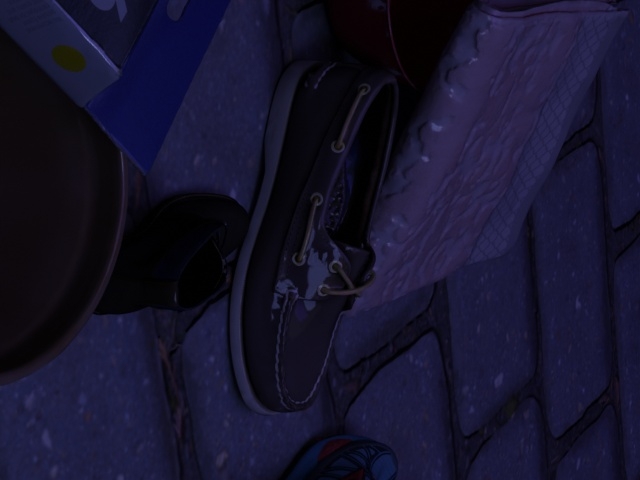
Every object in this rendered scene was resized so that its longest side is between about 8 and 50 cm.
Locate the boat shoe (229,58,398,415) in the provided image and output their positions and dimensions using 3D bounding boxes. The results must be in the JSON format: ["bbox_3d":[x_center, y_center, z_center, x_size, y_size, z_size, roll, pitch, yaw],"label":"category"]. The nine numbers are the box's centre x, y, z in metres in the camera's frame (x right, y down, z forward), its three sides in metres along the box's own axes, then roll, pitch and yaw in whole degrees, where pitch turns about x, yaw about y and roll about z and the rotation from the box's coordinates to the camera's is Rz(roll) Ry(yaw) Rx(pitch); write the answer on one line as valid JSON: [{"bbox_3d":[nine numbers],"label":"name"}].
[{"bbox_3d":[0.000,0.000,1.395,0.116,0.097,0.324,17,82,-57],"label":"boat shoe"}]

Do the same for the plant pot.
[{"bbox_3d":[-0.238,-0.031,1.008,0.237,0.110,0.237,-17,111,-54],"label":"plant pot"}]

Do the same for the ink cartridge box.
[{"bbox_3d":[-0.132,-0.254,1.007,0.307,0.072,0.303,46,49,-34],"label":"ink cartridge box"}]

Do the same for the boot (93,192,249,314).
[{"bbox_3d":[-0.097,0.016,1.238,0.219,0.106,0.082,-27,119,-52],"label":"boot"}]

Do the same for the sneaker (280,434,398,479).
[{"bbox_3d":[0.014,0.265,1.442,0.262,0.125,0.104,-28,123,-51],"label":"sneaker"}]

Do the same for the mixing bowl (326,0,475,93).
[{"bbox_3d":[0.068,-0.228,1.455,0.181,0.098,0.181,-18,111,-56],"label":"mixing bowl"}]

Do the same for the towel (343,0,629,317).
[{"bbox_3d":[0.162,-0.092,1.541,0.317,0.053,0.332,-17,137,-54],"label":"towel"}]
